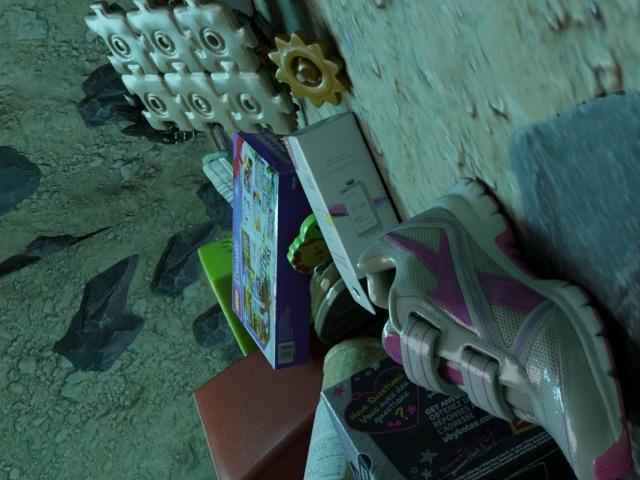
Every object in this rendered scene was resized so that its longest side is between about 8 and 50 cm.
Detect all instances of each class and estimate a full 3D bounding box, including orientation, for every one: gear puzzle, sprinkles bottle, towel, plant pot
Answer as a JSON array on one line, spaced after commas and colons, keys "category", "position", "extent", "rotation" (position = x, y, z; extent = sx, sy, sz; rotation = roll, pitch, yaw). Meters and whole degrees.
[{"category": "gear puzzle", "position": [-0.101, -0.188, 1.076], "extent": [0.339, 0.044, 0.175], "rotation": [8, 138, 44]}, {"category": "sprinkles bottle", "position": [0.039, 0.274, 1.215], "extent": [0.355, 0.121, 0.121], "rotation": [-78, -26, -49]}, {"category": "towel", "position": [-0.119, -0.042, 2.031], "extent": [0.312, 0.056, 0.324], "rotation": [51, 172, -10]}, {"category": "plant pot", "position": [0.009, 0.278, 1.532], "extent": [0.267, 0.236, 0.267], "rotation": [41, -171, -30]}, {"category": "plant pot", "position": [-0.065, 0.091, 1.788], "extent": [0.227, 0.207, 0.228], "rotation": [66, 174, -18]}]

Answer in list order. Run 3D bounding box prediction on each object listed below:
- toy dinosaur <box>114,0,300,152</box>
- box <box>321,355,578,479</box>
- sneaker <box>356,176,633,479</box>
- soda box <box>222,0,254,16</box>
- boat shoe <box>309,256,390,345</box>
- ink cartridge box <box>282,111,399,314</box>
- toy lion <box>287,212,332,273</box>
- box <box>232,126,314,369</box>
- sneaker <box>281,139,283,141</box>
[{"category": "toy dinosaur", "position": [-0.123, -0.197, 1.278], "extent": [0.322, 0.219, 0.164], "rotation": [62, -146, -32]}, {"category": "box", "position": [0.120, 0.195, 0.794], "extent": [0.142, 0.163, 0.247], "rotation": [56, 169, 48]}, {"category": "sneaker", "position": [0.103, 0.066, 0.659], "extent": [0.252, 0.111, 0.103], "rotation": [56, 170, 53]}, {"category": "soda box", "position": [-0.124, -0.279, 1.395], "extent": [0.216, 0.074, 0.069], "rotation": [76, 168, -61]}, {"category": "boat shoe", "position": [0.028, 0.068, 1.339], "extent": [0.104, 0.111, 0.307], "rotation": [61, 173, 20]}, {"category": "ink cartridge box", "position": [0.034, -0.030, 1.092], "extent": [0.115, 0.067, 0.198], "rotation": [-146, 33, -79]}, {"category": "toy lion", "position": [0.000, 0.000, 1.368], "extent": [0.034, 0.096, 0.100], "rotation": [60, 172, 40]}, {"category": "box", "position": [-0.070, 0.007, 1.488], "extent": [0.201, 0.057, 0.293], "rotation": [-135, 42, -58]}, {"category": "sneaker", "position": [-0.026, -0.100, 1.493], "extent": [0.098, 0.038, 0.069], "rotation": [62, 170, -13]}]
